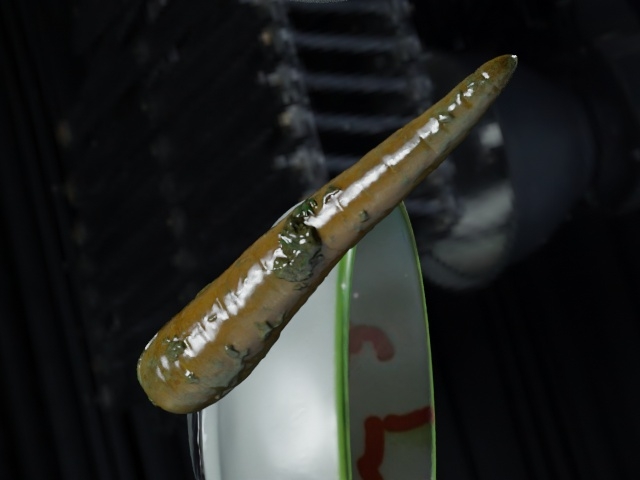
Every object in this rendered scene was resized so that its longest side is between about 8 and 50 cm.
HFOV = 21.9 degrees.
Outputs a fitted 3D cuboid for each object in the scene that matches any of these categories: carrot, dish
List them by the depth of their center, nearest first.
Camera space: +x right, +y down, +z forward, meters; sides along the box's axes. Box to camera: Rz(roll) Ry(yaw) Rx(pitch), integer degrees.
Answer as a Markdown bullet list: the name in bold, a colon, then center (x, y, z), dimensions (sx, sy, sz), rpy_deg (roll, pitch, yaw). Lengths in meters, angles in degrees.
- **carrot**: center (0.000, 0.000, 0.774), dimensions (0.254, 0.049, 0.049), rpy_deg (-44, -30, 22)
- **dish**: center (-0.009, 0.121, 1.078), dimensions (0.124, 0.324, 0.324), rpy_deg (-2, -16, 13)

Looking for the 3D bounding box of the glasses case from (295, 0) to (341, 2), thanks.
- **glasses case**: center (-0.074, -0.106, 0.380), dimensions (0.197, 0.049, 0.076), rpy_deg (24, -4, 7)
